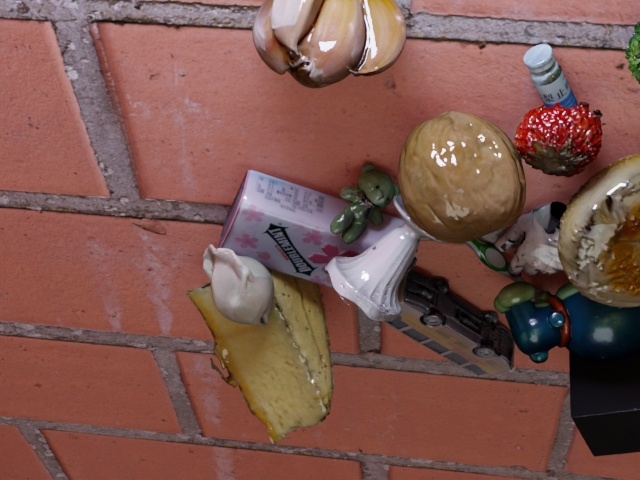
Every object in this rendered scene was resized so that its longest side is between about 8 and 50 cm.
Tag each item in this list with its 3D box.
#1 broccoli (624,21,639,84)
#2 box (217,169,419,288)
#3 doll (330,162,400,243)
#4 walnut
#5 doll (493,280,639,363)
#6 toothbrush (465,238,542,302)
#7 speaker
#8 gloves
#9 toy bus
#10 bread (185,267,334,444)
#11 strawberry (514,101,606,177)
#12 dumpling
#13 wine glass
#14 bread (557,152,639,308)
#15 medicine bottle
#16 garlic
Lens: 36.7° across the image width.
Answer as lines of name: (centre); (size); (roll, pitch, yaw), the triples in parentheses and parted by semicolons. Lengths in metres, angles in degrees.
broccoli: (0.579, -0.244, 1.356); (0.308, 0.275, 0.308); (9, 169, 2)
box: (0.000, 0.000, 1.894); (0.370, 0.112, 0.190); (18, 142, -9)
doll: (0.084, -0.061, 1.781); (0.115, 0.150, 0.077); (37, 179, -30)
walnut: (0.235, -0.109, 1.620); (0.228, 0.228, 0.228); (6, 141, 5)
doll: (0.510, 0.148, 1.883); (0.322, 0.186, 0.198); (-11, 168, 6)
toothbrush: (0.335, 0.028, 1.911); (0.418, 0.042, 0.040); (39, 164, -33)
speaker: (0.646, 0.290, 2.001); (0.232, 0.254, 0.184); (-13, 136, 25)
gloves: (0.415, 0.017, 1.835); (0.128, 0.111, 0.212); (14, 134, -12)
toy bus: (0.275, 0.181, 2.076); (0.342, 0.097, 0.138); (30, 144, -26)
bread: (-0.127, 0.227, 2.017); (0.248, 0.315, 0.279); (-25, 146, 32)
strawberry: (0.384, -0.158, 1.555); (0.145, 0.086, 0.145); (18, 150, 10)
dumpling: (-0.168, 0.087, 1.875); (0.151, 0.124, 0.229); (25, 145, 28)
wine glass: (0.123, 0.029, 1.747); (0.165, 0.165, 0.196); (29, 107, -23)
bread: (0.550, -0.025, 1.667); (0.306, 0.158, 0.305); (-7, 123, -10)
medicine bottle: (0.385, -0.234, 1.568); (0.051, 0.051, 0.191); (-14, 137, 27)
garlic: (0.007, -0.315, 1.472); (0.214, 0.191, 0.160); (20, 167, -30)
